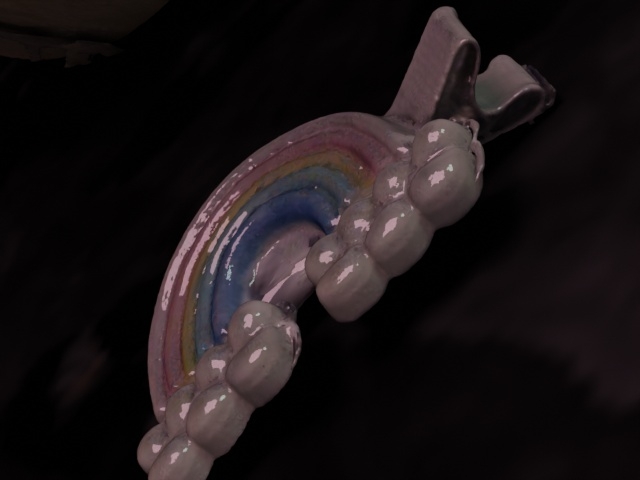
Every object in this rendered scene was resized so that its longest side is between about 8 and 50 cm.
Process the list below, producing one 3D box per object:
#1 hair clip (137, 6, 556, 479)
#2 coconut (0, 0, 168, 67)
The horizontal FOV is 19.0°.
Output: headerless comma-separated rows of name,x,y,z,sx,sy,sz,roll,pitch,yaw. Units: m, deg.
hair clip,0.000,0.000,0.780,0.220,0.054,0.140,-45,32,9
coconut,-0.177,-0.265,1.149,0.323,0.323,0.323,-34,28,21
